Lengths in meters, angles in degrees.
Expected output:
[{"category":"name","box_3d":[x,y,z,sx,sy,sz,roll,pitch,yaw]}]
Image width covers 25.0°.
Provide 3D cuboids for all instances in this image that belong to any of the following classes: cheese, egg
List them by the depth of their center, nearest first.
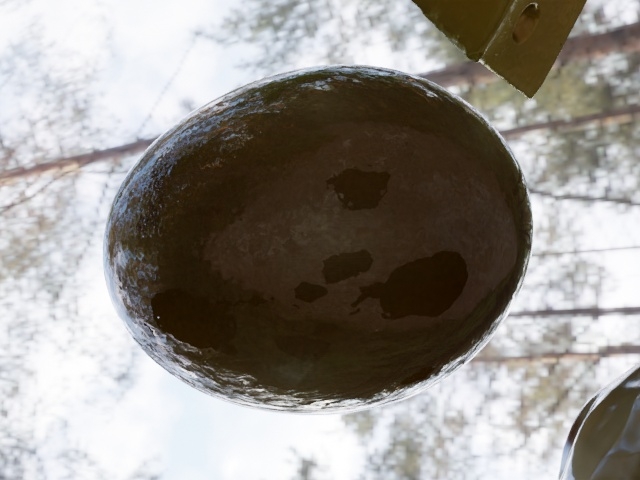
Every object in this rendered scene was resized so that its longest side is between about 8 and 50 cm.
[{"category":"cheese","box_3d":[0.128,-0.191,0.842,0.093,0.171,0.126,17,-149,-56]},{"category":"egg","box_3d":[0.000,0.000,1.171,0.351,0.282,0.283,-5,-91,-8]}]

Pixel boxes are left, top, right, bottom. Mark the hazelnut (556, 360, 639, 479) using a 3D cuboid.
[{"category":"hazelnut","box_3d":[0.276,0.173,0.931,0.261,0.261,0.241,-9,-67,-39]}]
